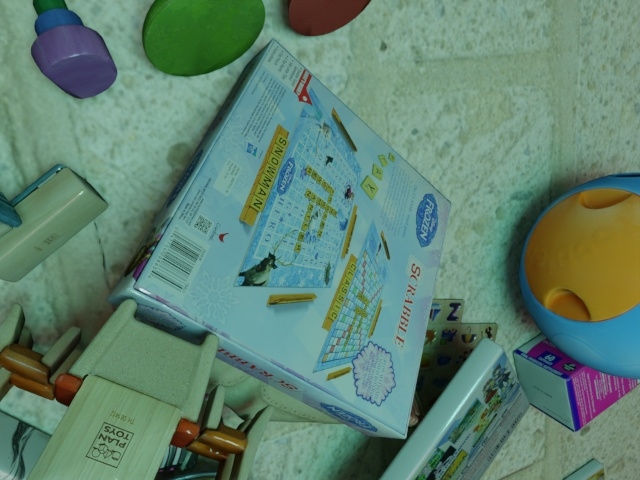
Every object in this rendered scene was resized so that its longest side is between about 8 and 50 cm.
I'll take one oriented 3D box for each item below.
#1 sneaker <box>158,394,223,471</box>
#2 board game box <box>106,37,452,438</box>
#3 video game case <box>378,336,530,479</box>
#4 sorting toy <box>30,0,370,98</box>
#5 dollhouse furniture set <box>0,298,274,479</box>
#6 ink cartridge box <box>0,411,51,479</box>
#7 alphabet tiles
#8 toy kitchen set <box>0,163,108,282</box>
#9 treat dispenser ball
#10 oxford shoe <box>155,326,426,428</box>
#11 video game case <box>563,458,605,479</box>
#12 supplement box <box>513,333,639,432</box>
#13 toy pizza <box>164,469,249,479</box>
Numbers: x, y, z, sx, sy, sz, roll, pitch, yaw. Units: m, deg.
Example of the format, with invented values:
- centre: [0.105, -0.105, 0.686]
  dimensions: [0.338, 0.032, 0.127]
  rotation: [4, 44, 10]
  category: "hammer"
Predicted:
- centre: [-0.187, 0.257, 0.577]
  dimensions: [0.170, 0.063, 0.074]
  rotation: [-37, 107, -18]
  category: "sneaker"
- centre: [0.000, 0.000, 0.521]
  dimensions: [0.318, 0.066, 0.318]
  rotation: [37, 56, -25]
  category: "board game box"
- centre: [0.188, 0.329, 0.709]
  dimensions: [0.329, 0.036, 0.300]
  rotation: [-50, 138, -8]
  category: "video game case"
- centre: [-0.116, -0.265, 0.491]
  dimensions: [0.366, 0.127, 0.126]
  rotation: [-24, 81, -14]
  category: "sorting toy"
- centre: [-0.180, 0.165, 0.422]
  dimensions: [0.262, 0.259, 0.135]
  rotation: [26, 54, -11]
  category: "dollhouse furniture set"
- centre: [-0.371, 0.264, 0.483]
  dimensions: [0.219, 0.092, 0.160]
  rotation: [42, 84, -25]
  category: "ink cartridge box"
- centre: [0.178, 0.187, 0.753]
  dimensions: [0.237, 0.009, 0.198]
  rotation: [4, 100, -25]
  category: "alphabet tiles"
- centre: [-0.322, -0.079, 0.413]
  dimensions: [0.122, 0.207, 0.166]
  rotation: [-42, 79, -10]
  category: "toy kitchen set"
- centre: [0.438, 0.048, 0.680]
  dimensions: [0.288, 0.288, 0.288]
  rotation: [-5, 104, -23]
  category: "treat dispenser ball"
- centre: [-0.026, 0.167, 0.613]
  dimensions: [0.397, 0.140, 0.146]
  rotation: [33, 111, -26]
  category: "oxford shoe"
- centre: [0.493, 0.580, 0.969]
  dimensions: [0.227, 0.026, 0.206]
  rotation: [-22, 110, -17]
  category: "video game case"
- centre: [0.462, 0.204, 0.823]
  dimensions: [0.220, 0.111, 0.113]
  rotation: [-25, 110, -18]
  category: "supplement box"
- centre: [-0.169, 0.365, 0.595]
  dimensions: [0.201, 0.032, 0.201]
  rotation: [-12, 124, -18]
  category: "toy pizza"
